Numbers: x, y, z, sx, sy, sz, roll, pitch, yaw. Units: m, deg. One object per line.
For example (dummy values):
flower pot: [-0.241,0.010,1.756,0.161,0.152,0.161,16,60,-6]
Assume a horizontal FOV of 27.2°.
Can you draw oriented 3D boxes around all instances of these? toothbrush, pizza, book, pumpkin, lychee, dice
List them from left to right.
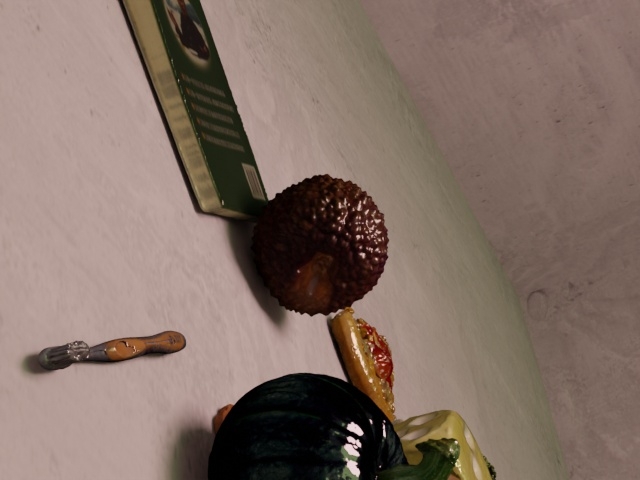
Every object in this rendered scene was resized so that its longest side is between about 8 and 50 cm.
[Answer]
toothbrush: [-0.178,0.097,1.192,0.321,0.031,0.023,11,66,-79]
book: [-0.162,-0.201,1.718,0.260,0.043,0.371,13,57,-76]
lychee: [0.000,0.000,1.711,0.188,0.188,0.188,60,15,-28]
pumpkin: [0.022,0.241,1.270,0.248,0.248,0.248,60,15,-28]
pizza: [0.082,0.178,2.008,0.199,0.062,0.188,-44,112,-77]
dice: [0.127,0.326,1.703,0.169,0.169,0.166,-32,100,-77]

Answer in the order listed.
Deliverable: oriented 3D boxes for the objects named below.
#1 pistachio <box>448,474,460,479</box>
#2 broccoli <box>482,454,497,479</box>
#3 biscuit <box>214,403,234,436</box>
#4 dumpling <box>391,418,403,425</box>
pistachio: [0.131,0.408,1.540,0.261,0.212,0.163,67,-25,13]
broccoli: [0.272,0.422,2.323,0.095,0.097,0.092,34,12,-4]
biscuit: [-0.077,0.221,1.400,0.102,0.019,0.130,68,14,8]
dumpling: [0.126,0.349,1.871,0.169,0.100,0.134,46,-23,-1]
